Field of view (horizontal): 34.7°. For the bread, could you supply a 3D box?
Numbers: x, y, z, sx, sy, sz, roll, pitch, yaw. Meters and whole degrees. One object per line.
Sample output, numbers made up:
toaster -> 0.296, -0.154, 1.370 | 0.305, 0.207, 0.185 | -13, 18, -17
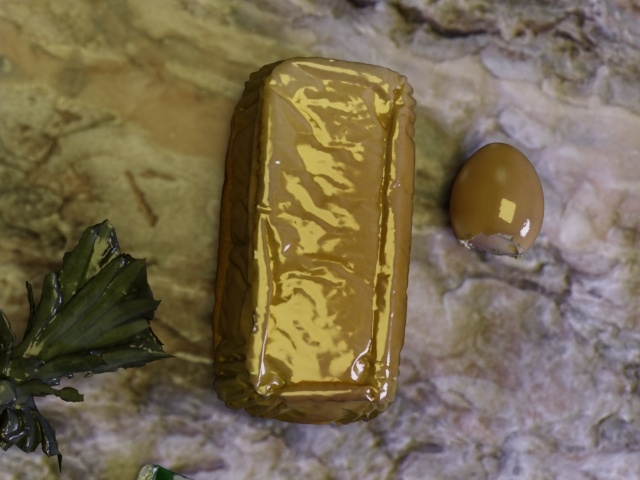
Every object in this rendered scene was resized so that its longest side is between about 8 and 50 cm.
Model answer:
bread -> 0.000, 0.000, 0.792 | 0.152, 0.119, 0.288 | 5, 85, -15

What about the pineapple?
pineapple -> -0.236, 0.104, 0.719 | 0.277, 0.119, 0.130 | -35, 54, -18

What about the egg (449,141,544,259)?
egg -> 0.150, -0.034, 0.863 | 0.080, 0.080, 0.096 | 19, 74, -16

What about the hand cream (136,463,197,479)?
hand cream -> -0.020, 0.251, 0.809 | 0.276, 0.059, 0.095 | 15, 81, -12
